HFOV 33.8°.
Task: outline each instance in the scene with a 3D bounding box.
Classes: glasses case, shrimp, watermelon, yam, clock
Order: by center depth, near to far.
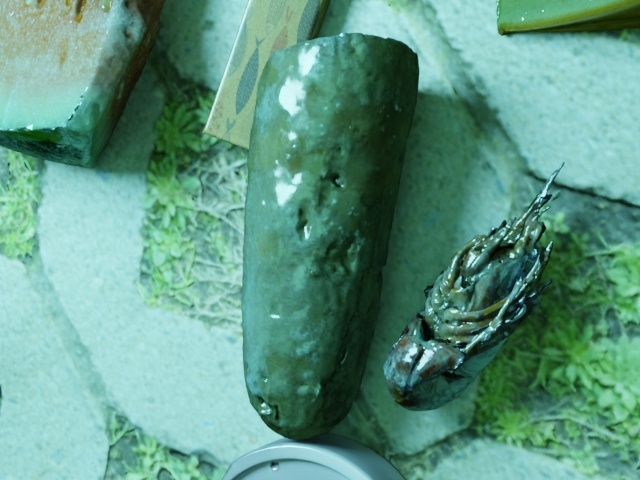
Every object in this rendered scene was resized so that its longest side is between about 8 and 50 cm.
[{"bbox_3d":[0.128,0.036,0.835,0.232,0.079,0.090,-59,35,8],"label":"shrimp"},{"bbox_3d":[0.000,0.000,0.858,0.133,0.133,0.330,9,98,20],"label":"yam"},{"bbox_3d":[-0.010,0.264,0.885,0.197,0.068,0.196,0,89,20],"label":"clock"},{"bbox_3d":[-0.042,-0.161,0.913,0.065,0.041,0.169,21,96,7],"label":"glasses case"},{"bbox_3d":[-0.215,-0.195,0.942,0.193,0.140,0.256,21,87,24],"label":"watermelon"}]

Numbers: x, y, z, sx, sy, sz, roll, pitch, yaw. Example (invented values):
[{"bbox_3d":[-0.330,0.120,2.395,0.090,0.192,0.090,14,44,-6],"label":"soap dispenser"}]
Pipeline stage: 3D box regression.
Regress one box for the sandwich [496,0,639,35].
[{"bbox_3d":[0.250,-0.221,0.822,0.187,0.144,0.117,-1,89,56],"label":"sandwich"}]
